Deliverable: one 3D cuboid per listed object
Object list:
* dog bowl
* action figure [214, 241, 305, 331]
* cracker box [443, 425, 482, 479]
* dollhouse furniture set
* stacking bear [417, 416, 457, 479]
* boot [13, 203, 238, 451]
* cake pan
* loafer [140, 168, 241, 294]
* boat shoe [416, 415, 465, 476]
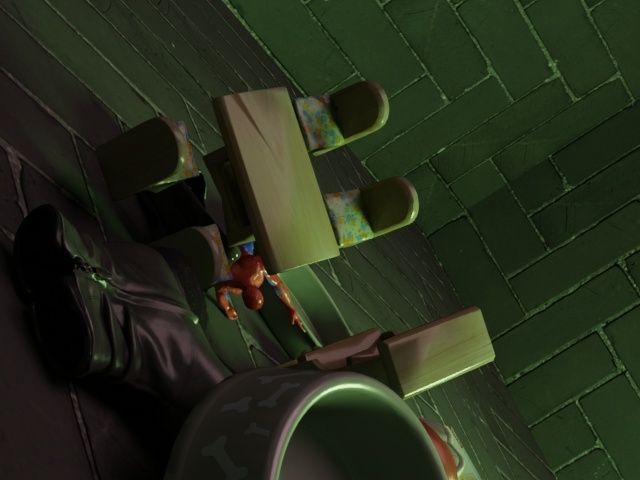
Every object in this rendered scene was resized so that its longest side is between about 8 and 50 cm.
[{"bbox_3d":[0.009,0.277,1.174,0.349,0.102,0.348,25,58,-47],"label":"dog bowl"},{"bbox_3d":[-0.103,0.048,1.770,0.280,0.091,0.139,-119,-175,-64],"label":"action figure"},{"bbox_3d":[0.218,0.406,2.266,0.155,0.067,0.232,60,11,16],"label":"cracker box"},{"bbox_3d":[0.000,0.000,1.534,0.362,0.256,0.394,-16,87,-46],"label":"dollhouse furniture set"},{"bbox_3d":[0.049,0.312,1.496,0.289,0.164,0.175,-23,124,-69],"label":"stacking bear"},{"bbox_3d":[-0.170,0.131,1.231,0.338,0.118,0.223,56,17,24],"label":"boot"},{"bbox_3d":[-0.030,0.113,2.040,0.293,0.054,0.293,54,10,-14],"label":"cake pan"},{"bbox_3d":[-0.176,-0.048,1.724,0.109,0.095,0.302,48,13,-45],"label":"loafer"},{"bbox_3d":[0.149,0.352,1.981,0.116,0.099,0.319,17,8,2],"label":"boat shoe"}]
